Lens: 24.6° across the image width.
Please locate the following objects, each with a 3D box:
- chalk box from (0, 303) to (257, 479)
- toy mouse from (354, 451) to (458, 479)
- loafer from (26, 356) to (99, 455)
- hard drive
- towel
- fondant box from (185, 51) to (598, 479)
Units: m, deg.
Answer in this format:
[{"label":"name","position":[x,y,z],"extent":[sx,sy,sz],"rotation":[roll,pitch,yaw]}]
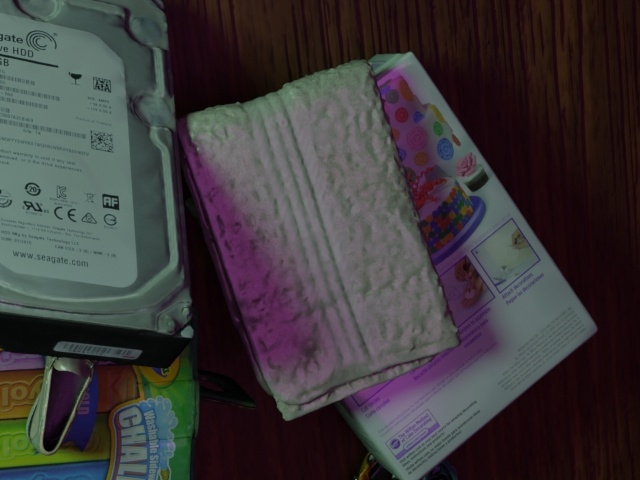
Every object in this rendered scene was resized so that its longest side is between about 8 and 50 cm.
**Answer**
[{"label":"chalk box","position":[-0.203,0.121,1.261],"extent":[0.289,0.180,0.179],"rotation":[-3,102,-20]},{"label":"toy mouse","position":[0.089,0.265,1.472],"extent":[0.143,0.031,0.161],"rotation":[35,86,-22]},{"label":"loafer","position":[-0.196,0.108,1.141],"extent":[0.045,0.039,0.125],"rotation":[15,95,-21]},{"label":"hard drive","position":[-0.226,-0.072,1.151],"extent":[0.237,0.064,0.339],"rotation":[10,54,-26]},{"label":"towel","position":[0.000,0.000,1.270],"extent":[0.187,0.049,0.282],"rotation":[-20,101,-13]},{"label":"fondant box","position":[0.069,0.025,1.366],"extent":[0.238,0.096,0.330],"rotation":[-38,106,-9]}]
